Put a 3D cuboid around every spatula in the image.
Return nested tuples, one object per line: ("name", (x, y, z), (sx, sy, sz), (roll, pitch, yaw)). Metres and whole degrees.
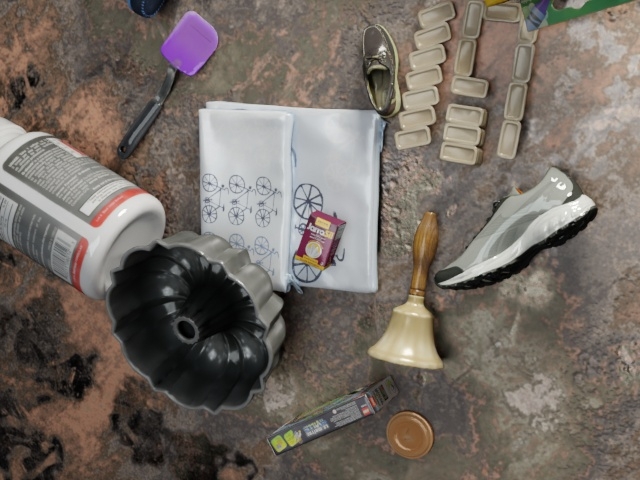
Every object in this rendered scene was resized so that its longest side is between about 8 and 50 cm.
("spatula", (-0.279, -0.261, 1.784), (0.084, 0.030, 0.296), (40, 113, 11))

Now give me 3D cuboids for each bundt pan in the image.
("bundt pan", (-0.200, 0.126, 1.742), (0.331, 0.124, 0.330), (12, 120, 22))

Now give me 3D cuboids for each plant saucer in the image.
("plant saucer", (0.149, 0.327, 1.705), (0.083, 0.013, 0.083), (4, 101, 23))

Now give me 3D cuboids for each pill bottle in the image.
("pill bottle", (-0.476, -0.067, 1.810), (0.363, 0.210, 0.210), (31, 111, 17))

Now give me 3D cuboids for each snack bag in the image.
("snack bag", (-0.053, -0.066, 1.714), (0.343, 0.037, 0.323), (6, 101, 23))

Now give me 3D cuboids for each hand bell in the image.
("hand bell", (0.158, 0.075, 1.621), (0.126, 0.126, 0.242), (11, 92, 22))

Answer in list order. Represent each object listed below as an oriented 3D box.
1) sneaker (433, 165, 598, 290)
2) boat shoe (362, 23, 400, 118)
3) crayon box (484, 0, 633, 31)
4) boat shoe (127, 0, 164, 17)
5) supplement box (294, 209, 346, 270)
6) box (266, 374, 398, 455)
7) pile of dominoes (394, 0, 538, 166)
("sneaker", (0.285, -0.010, 1.546), (0.271, 0.100, 0.108), (-36, 70, 22))
("boat shoe", (0.094, -0.269, 1.593), (0.056, 0.049, 0.152), (-14, 85, 18))
("crayon box", (0.295, -0.455, 1.382), (0.203, 0.083, 0.323), (-7, 104, 52))
("boat shoe", (-0.240, -0.483, 1.686), (0.089, 0.109, 0.258), (33, 113, 12))
("supplement box", (0.000, 0.000, 1.662), (0.055, 0.043, 0.083), (23, 106, 14))
("box", (0.021, 0.293, 1.702), (0.207, 0.114, 0.036), (-28, 87, 26))
("pile of dominoes", (0.228, -0.244, 1.566), (0.196, 0.040, 0.251), (12, 96, 23))
